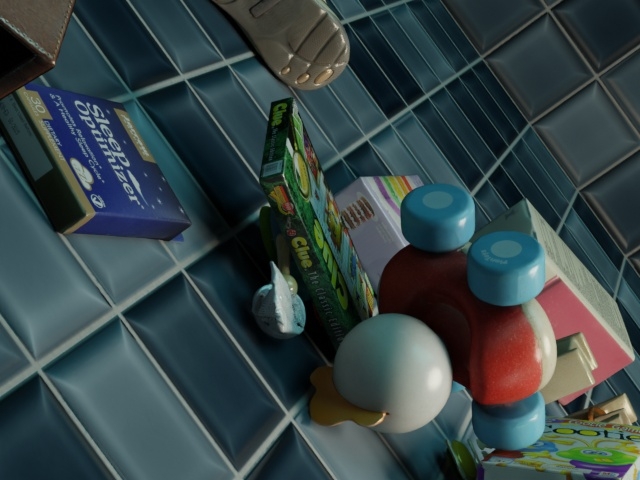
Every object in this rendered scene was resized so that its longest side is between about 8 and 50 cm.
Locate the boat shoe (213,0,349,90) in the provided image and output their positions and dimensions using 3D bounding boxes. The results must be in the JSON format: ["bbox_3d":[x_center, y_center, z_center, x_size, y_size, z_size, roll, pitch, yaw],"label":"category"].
[{"bbox_3d":[-0.094,-0.346,2.111,0.355,0.132,0.130,58,6,-20],"label":"boat shoe"}]

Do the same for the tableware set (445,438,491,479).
[{"bbox_3d":[0.169,0.263,1.801,0.154,0.024,0.104,17,47,-65],"label":"tableware set"}]

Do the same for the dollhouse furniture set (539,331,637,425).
[{"bbox_3d":[0.309,0.256,2.066,0.259,0.135,0.262,64,17,-7],"label":"dollhouse furniture set"}]

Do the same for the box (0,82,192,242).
[{"bbox_3d":[-0.188,-0.065,1.460,0.136,0.036,0.225,59,17,14],"label":"box"}]

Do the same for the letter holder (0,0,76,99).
[{"bbox_3d":[-0.287,-0.264,1.239,0.214,0.152,0.302,41,40,-32],"label":"letter holder"}]

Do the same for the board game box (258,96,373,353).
[{"bbox_3d":[0.000,0.000,1.671,0.136,0.030,0.260,-82,155,-51],"label":"board game box"}]

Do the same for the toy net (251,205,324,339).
[{"bbox_3d":[-0.033,0.049,1.648,0.232,0.045,0.122,-71,145,-66],"label":"toy net"}]

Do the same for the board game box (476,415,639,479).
[{"bbox_3d":[0.253,0.275,1.711,0.275,0.142,0.144,-11,106,-71],"label":"board game box"}]

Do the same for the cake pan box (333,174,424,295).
[{"bbox_3d":[0.129,0.045,2.027,0.267,0.070,0.246,58,20,10],"label":"cake pan box"}]

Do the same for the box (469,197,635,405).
[{"bbox_3d":[0.306,0.085,2.308,0.232,0.127,0.149,46,20,-24],"label":"box"}]

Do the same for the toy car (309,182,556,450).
[{"bbox_3d":[0.080,0.103,1.609,0.210,0.238,0.219,40,-36,45],"label":"toy car"}]
